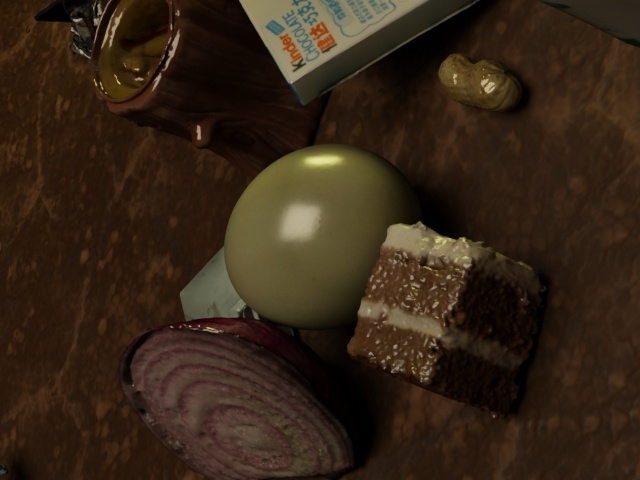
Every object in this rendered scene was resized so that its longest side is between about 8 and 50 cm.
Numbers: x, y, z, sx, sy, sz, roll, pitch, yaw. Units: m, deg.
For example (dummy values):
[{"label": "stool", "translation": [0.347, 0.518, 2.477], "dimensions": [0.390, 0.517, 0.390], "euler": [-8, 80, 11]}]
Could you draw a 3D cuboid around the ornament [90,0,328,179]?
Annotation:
[{"label": "ornament", "translation": [-0.135, -0.208, 1.679], "dimensions": [0.221, 0.218, 0.235], "euler": [13, 88, 50]}]

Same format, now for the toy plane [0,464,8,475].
[{"label": "toy plane", "translation": [-0.428, 0.399, 1.926], "dimensions": [0.326, 0.104, 0.223], "euler": [5, 83, 46]}]

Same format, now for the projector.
[{"label": "projector", "translation": [-0.094, 0.088, 1.661], "dimensions": [0.115, 0.061, 0.147], "euler": [-47, 47, 32]}]

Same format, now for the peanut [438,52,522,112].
[{"label": "peanut", "translation": [0.158, -0.159, 1.453], "dimensions": [0.113, 0.054, 0.054], "euler": [27, 100, 50]}]

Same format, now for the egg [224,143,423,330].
[{"label": "egg", "translation": [0.000, 0.000, 1.481], "dimensions": [0.242, 0.186, 0.186], "euler": [-34, 54, 48]}]

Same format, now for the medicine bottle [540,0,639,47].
[{"label": "medicine bottle", "translation": [0.273, -0.230, 1.190], "dimensions": [0.139, 0.237, 0.139], "euler": [-17, 67, 46]}]

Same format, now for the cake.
[{"label": "cake", "translation": [0.122, 0.072, 1.365], "dimensions": [0.135, 0.134, 0.147], "euler": [14, 80, 51]}]

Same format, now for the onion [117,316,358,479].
[{"label": "onion", "translation": [-0.081, 0.145, 1.533], "dimensions": [0.250, 0.247, 0.111], "euler": [-12, 37, 39]}]

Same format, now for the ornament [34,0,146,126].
[{"label": "ornament", "translation": [-0.266, -0.237, 1.924], "dimensions": [0.153, 0.166, 0.196], "euler": [-24, 76, 45]}]

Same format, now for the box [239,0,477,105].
[{"label": "box", "translation": [0.037, -0.302, 1.549], "dimensions": [0.265, 0.048, 0.273], "euler": [-30, 51, 3]}]
